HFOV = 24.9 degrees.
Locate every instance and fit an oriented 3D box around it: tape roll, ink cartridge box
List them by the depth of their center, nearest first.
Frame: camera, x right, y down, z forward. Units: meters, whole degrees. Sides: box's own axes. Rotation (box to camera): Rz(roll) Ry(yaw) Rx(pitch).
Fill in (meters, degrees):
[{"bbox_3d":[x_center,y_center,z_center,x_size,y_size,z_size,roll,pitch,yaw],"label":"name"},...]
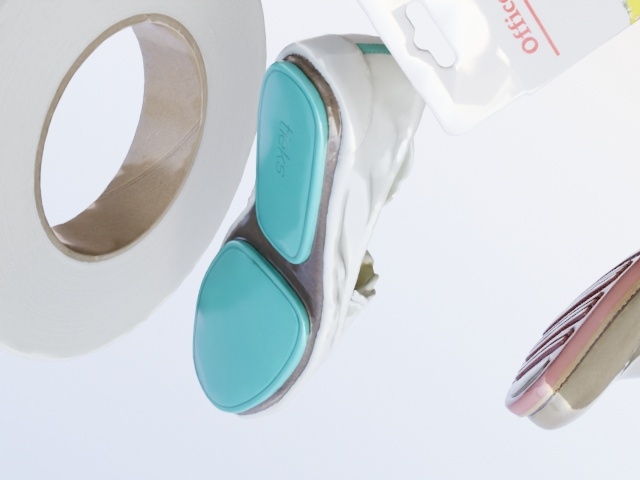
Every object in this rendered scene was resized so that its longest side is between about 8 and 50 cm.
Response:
[{"bbox_3d":[0.108,-0.152,0.677,0.115,0.198,0.067,53,-175,-30],"label":"ink cartridge box"},{"bbox_3d":[-0.182,-0.092,1.165,0.072,0.392,0.392,23,-172,27],"label":"tape roll"}]

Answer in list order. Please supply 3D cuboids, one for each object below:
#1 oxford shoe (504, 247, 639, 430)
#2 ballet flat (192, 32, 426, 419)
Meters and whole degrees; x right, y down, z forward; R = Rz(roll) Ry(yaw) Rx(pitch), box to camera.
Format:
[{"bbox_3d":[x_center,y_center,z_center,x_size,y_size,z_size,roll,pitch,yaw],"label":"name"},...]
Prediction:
[{"bbox_3d":[0.281,0.059,1.113,0.348,0.123,0.130,-34,-97,-33],"label":"oxford shoe"},{"bbox_3d":[0.000,0.000,1.125,0.139,0.400,0.139,8,-133,-9],"label":"ballet flat"}]
